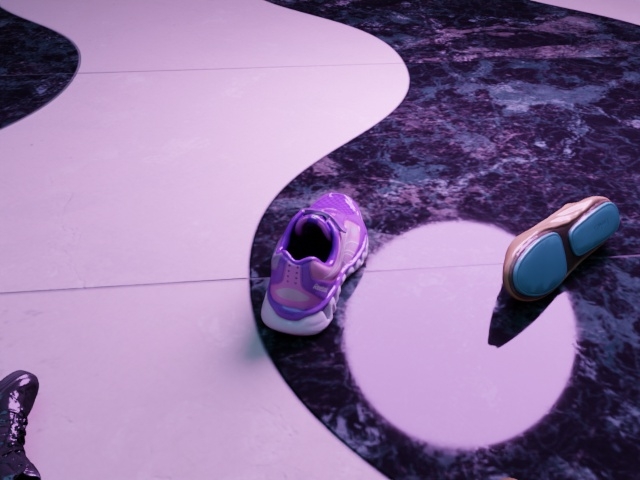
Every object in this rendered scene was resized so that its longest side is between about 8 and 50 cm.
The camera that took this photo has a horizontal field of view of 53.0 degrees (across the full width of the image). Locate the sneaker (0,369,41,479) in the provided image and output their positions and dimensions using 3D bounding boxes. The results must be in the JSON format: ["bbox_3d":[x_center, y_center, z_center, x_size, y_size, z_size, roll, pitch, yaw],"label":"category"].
[{"bbox_3d":[-0.267,0.190,0.543,0.089,0.051,0.170,11,43,13],"label":"sneaker"}]

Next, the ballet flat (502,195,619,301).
[{"bbox_3d":[0.279,0.011,0.788,0.232,0.080,0.073,-24,15,-33],"label":"ballet flat"}]

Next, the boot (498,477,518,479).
[{"bbox_3d":[0.063,0.287,0.350,0.269,0.089,0.236,-18,54,-28],"label":"boot"}]

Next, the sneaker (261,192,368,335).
[{"bbox_3d":[0.000,0.000,0.754,0.095,0.105,0.236,9,36,13],"label":"sneaker"}]
